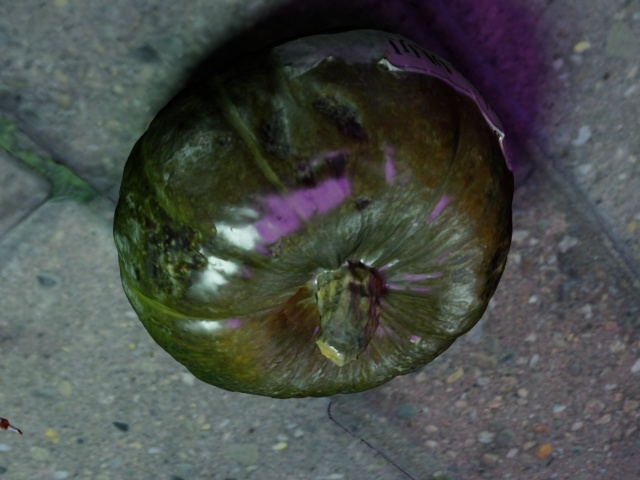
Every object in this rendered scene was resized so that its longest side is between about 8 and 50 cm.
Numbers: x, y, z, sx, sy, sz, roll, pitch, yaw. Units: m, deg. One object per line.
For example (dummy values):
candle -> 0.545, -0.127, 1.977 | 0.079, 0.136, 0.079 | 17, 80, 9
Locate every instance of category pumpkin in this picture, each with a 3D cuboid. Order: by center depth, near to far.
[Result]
pumpkin -> 0.001, 0.001, 0.674 | 0.260, 0.189, 0.260 | -9, 129, -11

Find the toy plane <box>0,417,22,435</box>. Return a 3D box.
toy plane -> -0.302, 0.109, 0.692 | 0.077, 0.126, 0.194 | -23, -179, 40
